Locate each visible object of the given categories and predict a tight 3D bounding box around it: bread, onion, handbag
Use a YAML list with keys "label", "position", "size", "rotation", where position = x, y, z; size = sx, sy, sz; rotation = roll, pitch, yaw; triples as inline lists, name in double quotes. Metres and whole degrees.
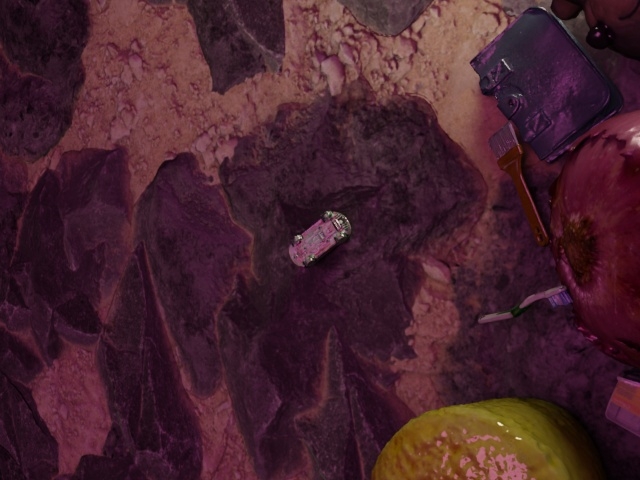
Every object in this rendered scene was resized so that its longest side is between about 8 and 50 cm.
- label: "bread"
  position: [0.278, 0.418, 1.141]
  size: [0.348, 0.308, 0.348]
  rotation: [-3, 86, 38]
- label: "onion"
  position: [0.484, 0.008, 1.012]
  size: [0.345, 0.358, 0.358]
  rotation: [16, 102, -7]
- label: "handbag"
  position: [0.371, -0.262, 1.239]
  size: [0.179, 0.062, 0.229]
  rotation: [-41, 66, 29]

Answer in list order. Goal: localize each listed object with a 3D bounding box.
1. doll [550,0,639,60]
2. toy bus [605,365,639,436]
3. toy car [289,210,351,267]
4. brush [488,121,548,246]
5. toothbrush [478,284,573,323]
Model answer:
- label: "doll"
  position: [0.491, -0.438, 1.040]
  size: [0.382, 0.252, 0.378]
  rotation: [37, 104, 17]
- label: "toy bus"
  position: [0.561, 0.281, 1.075]
  size: [0.268, 0.092, 0.106]
  rotation: [29, 115, 33]
- label: "toy car"
  position: [0.000, 0.000, 1.515]
  size: [0.142, 0.055, 0.069]
  rotation: [-37, 68, 15]
- label: "brush"
  position: [0.347, -0.092, 1.264]
  size: [0.082, 0.010, 0.218]
  rotation: [134, 117, -71]
- label: "toothbrush"
  position: [0.318, 0.108, 1.179]
  size: [0.304, 0.030, 0.030]
  rotation: [132, 127, -74]
